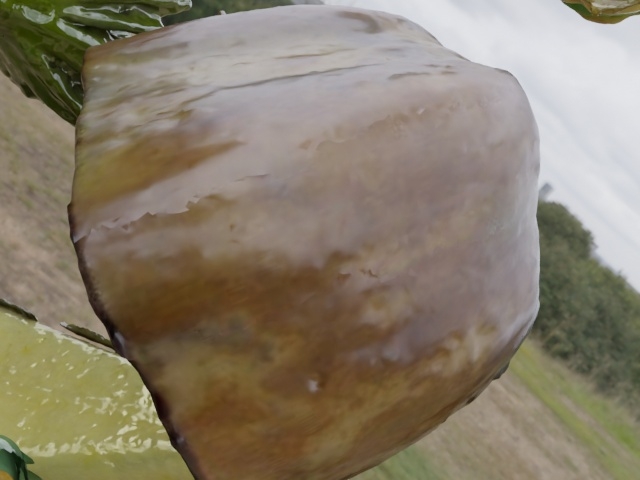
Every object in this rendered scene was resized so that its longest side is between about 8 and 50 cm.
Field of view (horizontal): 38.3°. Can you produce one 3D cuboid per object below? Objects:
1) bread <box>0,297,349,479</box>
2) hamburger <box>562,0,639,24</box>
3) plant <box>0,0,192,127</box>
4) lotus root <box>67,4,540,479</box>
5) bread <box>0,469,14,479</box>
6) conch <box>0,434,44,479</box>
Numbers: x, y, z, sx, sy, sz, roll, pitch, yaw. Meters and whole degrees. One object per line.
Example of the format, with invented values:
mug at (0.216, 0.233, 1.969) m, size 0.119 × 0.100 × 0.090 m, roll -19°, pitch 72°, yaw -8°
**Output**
bread at (-0.094, 0.191, 0.822) m, size 0.242 × 0.405 × 0.346 m, roll -94°, pitch 169°, yaw -45°
hamburger at (0.400, -0.392, 1.207) m, size 0.237 × 0.237 × 0.149 m, roll 46°, pitch 17°, yaw 14°
plant at (-0.206, -0.181, 0.631) m, size 0.333 × 0.180 × 0.251 m, roll -37°, pitch 107°, yaw -73°
lotus root at (0.000, 0.000, 0.590) m, size 0.316 × 0.250 × 0.316 m, roll 160°, pitch -90°, yaw -84°
bread at (-0.147, 0.168, 0.335) m, size 0.240 × 0.240 × 0.139 m, roll 44°, pitch 45°, yaw 4°
conch at (-0.206, 0.226, 0.561) m, size 0.250 × 0.137 × 0.143 m, roll 60°, pitch 21°, yaw 2°
